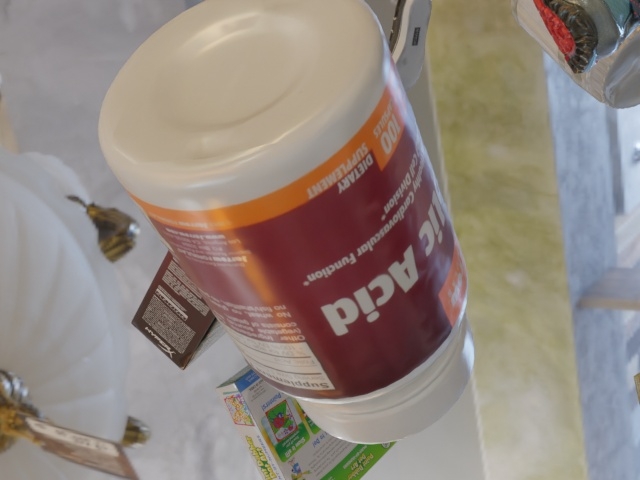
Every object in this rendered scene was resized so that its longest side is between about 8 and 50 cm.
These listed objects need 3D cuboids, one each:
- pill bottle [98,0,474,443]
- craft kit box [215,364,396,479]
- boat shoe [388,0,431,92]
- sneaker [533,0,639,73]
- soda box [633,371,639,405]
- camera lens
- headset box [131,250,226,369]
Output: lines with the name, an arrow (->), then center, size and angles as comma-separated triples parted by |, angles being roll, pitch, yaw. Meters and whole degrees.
pill bottle -> 0.000, 0.000, 0.795 | 0.224, 0.224, 0.392 | -63, -35, -30
craft kit box -> -0.013, 0.271, 1.431 | 0.250, 0.061, 0.247 | -32, -86, -47
boat shoe -> 0.111, -0.261, 1.222 | 0.049, 0.040, 0.142 | -4, -59, -32
sneaker -> 0.242, -0.225, 0.758 | 0.104, 0.125, 0.262 | 56, -150, -15
soda box -> 0.411, 0.226, 1.046 | 0.061, 0.058, 0.181 | 22, -135, -22
camera lens -> 0.466, -0.379, 1.535 | 0.219, 0.219, 0.274 | 24, -152, -52
headset box -> -0.119, 0.015, 1.305 | 0.110, 0.293, 0.218 | 41, -137, 7
